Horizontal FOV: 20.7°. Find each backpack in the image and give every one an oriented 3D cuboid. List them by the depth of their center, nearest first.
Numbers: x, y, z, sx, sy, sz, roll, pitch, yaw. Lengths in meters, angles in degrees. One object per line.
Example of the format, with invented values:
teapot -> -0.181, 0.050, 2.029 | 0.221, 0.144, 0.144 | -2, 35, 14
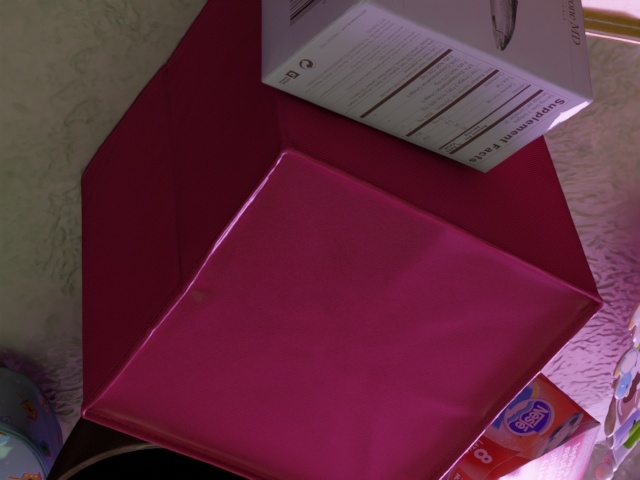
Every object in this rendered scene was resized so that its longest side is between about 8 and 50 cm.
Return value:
backpack -> -0.300, 0.188, 1.403 | 0.188, 0.144, 0.166 | -10, 123, -4

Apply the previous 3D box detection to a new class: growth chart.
growth chart -> 0.268, 0.084, 1.402 | 0.021, 0.172, 0.237 | 25, 129, 22

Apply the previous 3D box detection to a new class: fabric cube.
fabric cube -> 0.000, 0.000, 1.219 | 0.254, 0.258, 0.259 | 25, 121, -26

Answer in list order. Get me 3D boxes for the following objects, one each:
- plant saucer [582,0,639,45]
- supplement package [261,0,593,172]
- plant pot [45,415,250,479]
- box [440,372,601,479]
plant saucer -> 0.178, -0.227, 1.094 | 0.332, 0.081, 0.333 | 8, 151, -13
supplement package -> 0.065, -0.132, 1.077 | 0.179, 0.105, 0.105 | 19, 144, -32
plant pot -> -0.106, 0.174, 1.350 | 0.215, 0.230, 0.215 | 0, 120, 0
box -> 0.101, 0.238, 1.456 | 0.142, 0.154, 0.300 | -22, 139, -36
